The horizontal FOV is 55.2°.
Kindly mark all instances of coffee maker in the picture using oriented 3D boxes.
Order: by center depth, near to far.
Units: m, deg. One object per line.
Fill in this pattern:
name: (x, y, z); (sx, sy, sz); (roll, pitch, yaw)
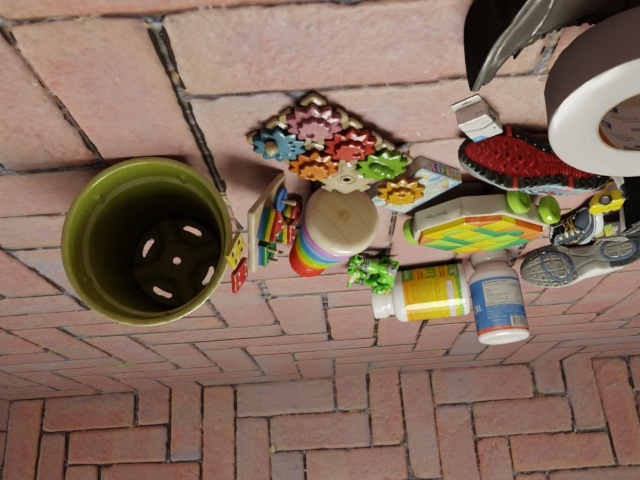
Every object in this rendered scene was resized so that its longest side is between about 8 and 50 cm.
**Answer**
coffee maker: (0.541, -0.107, 0.988); (0.120, 0.178, 0.171); (-6, 158, 3)

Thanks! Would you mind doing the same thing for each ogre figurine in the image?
ogre figurine: (0.128, 0.079, 1.506); (0.118, 0.097, 0.197); (12, 144, 9)

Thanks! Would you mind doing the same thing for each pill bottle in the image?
pill bottle: (0.437, 0.137, 1.520); (0.124, 0.222, 0.124); (-3, 157, -1)
pill bottle: (0.261, 0.141, 1.610); (0.245, 0.136, 0.136); (-8, 158, 9)

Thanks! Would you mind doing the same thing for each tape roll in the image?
tape roll: (0.373, -0.162, 0.699); (0.219, 0.072, 0.219); (5, 152, 2)

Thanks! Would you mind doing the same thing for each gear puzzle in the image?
gear puzzle: (0.048, -0.116, 1.017); (0.175, 0.044, 0.339); (-23, 146, 39)

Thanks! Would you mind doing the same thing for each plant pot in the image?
plant pot: (-0.280, 0.021, 1.102); (0.276, 0.276, 0.254); (-3, 169, -2)

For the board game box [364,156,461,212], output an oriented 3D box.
board game box: (0.171, -0.100, 1.145); (0.103, 0.026, 0.154); (12, 153, -35)

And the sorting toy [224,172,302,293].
sorting toy: (-0.082, -0.023, 1.065); (0.046, 0.274, 0.132); (16, 130, 14)

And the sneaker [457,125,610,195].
sneaker: (0.346, -0.114, 1.039); (0.261, 0.104, 0.125); (9, 167, -10)

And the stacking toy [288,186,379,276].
stacking toy: (0.000, 0.000, 1.255); (0.141, 0.141, 0.330); (2, 164, -16)

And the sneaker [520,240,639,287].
sneaker: (0.654, 0.060, 1.530); (0.297, 0.111, 0.129); (-14, 162, 26)

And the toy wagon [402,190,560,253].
toy wagon: (0.352, -0.029, 1.263); (0.344, 0.068, 0.267); (11, 159, -41)

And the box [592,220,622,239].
box: (0.712, -0.028, 1.322); (0.114, 0.036, 0.207); (1, 173, -30)

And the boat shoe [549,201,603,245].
boat shoe: (0.554, -0.029, 1.335); (0.083, 0.065, 0.183); (-9, 159, 7)

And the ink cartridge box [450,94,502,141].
ink cartridge box: (0.240, -0.186, 0.940); (0.048, 0.028, 0.083); (-20, 153, 33)

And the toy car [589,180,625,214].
toy car: (0.656, -0.116, 1.156); (0.239, 0.053, 0.225); (-2, 158, -6)

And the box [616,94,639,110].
box: (0.464, -0.232, 0.760); (0.094, 0.113, 0.275); (10, 155, -30)

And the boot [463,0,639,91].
boot: (0.300, -0.258, 0.691); (0.229, 0.091, 0.263); (0, 156, -9)
